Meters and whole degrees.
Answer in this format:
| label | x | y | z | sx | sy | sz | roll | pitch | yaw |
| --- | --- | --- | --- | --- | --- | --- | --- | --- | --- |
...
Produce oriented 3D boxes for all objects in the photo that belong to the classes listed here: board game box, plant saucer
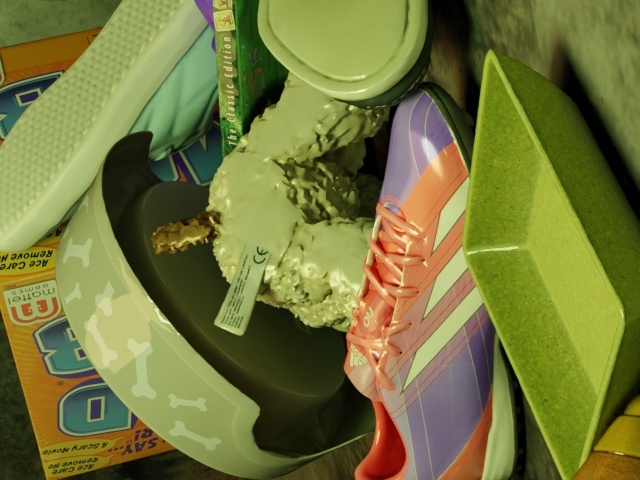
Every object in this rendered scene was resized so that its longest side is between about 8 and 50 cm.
| label | x | y | z | sx | sy | sz | roll | pitch | yaw |
| --- | --- | --- | --- | --- | --- | --- | --- | --- | --- |
| board game box | -0.199 | -0.004 | 1.777 | 0.356 | 0.356 | 0.356 | 88 | 164 | -48 |
| board game box | -0.038 | -0.123 | 1.350 | 0.030 | 0.136 | 0.260 | 16 | 119 | 34 |
| plant saucer | 0.137 | 0.016 | 0.854 | 0.188 | 0.045 | 0.188 | 91 | 163 | -53 |

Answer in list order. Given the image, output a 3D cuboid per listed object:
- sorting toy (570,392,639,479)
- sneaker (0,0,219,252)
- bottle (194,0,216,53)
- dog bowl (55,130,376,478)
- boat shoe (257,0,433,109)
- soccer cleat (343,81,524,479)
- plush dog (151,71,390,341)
| label | x | y | z | sx | sy | sz | roll | pitch | yaw |
| --- | --- | --- | --- | --- | --- | --- | --- | --- | --- |
| sorting toy | 0.183 | 0.120 | 0.677 | 0.365 | 0.127 | 0.126 | 139 | 147 | -76 |
| sneaker | -0.181 | -0.112 | 1.515 | 0.150 | 0.366 | 0.135 | 35 | -169 | -40 |
| bottle | -0.063 | -0.248 | 1.392 | 0.092 | 0.118 | 0.283 | -121 | 21 | -58 |
| dog bowl | -0.090 | 0.064 | 1.397 | 0.349 | 0.102 | 0.349 | 38 | -154 | -22 |
| boat shoe | 0.012 | -0.175 | 1.119 | 0.113 | 0.127 | 0.340 | 47 | -177 | -39 |
| soccer cleat | 0.068 | 0.047 | 1.065 | 0.108 | 0.116 | 0.318 | -122 | 21 | -58 |
| plush dog | 0.000 | 0.000 | 1.271 | 0.225 | 0.210 | 0.262 | 37 | -146 | -62 |
